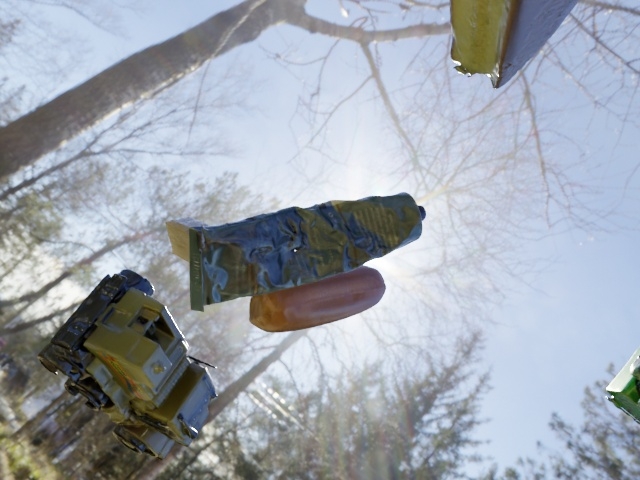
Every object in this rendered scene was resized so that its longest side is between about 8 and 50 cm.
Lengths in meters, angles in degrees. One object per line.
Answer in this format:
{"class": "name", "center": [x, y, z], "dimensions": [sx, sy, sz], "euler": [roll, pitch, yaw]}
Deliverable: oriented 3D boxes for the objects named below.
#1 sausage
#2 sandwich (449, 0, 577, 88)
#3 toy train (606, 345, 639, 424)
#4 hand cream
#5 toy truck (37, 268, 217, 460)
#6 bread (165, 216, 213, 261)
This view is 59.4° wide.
{"class": "sausage", "center": [0.000, 0.101, 0.998], "dimensions": [0.105, 0.274, 0.105], "euler": [15, -71, 51]}
{"class": "sandwich", "center": [0.224, -0.302, 0.666], "dimensions": [0.122, 0.128, 0.236], "euler": [56, -4, 24]}
{"class": "toy train", "center": [0.553, 0.253, 0.818], "dimensions": [0.243, 0.132, 0.188], "euler": [40, -6, 10]}
{"class": "hand cream", "center": [0.000, 0.000, 0.514], "dimensions": [0.052, 0.247, 0.075], "euler": [4, -74, 58]}
{"class": "toy truck", "center": [-0.189, 0.157, 0.639], "dimensions": [0.127, 0.127, 0.257], "euler": [18, -37, 19]}
{"class": "bread", "center": [-0.267, -0.027, 1.183], "dimensions": [0.077, 0.105, 0.152], "euler": [22, -28, 0]}
